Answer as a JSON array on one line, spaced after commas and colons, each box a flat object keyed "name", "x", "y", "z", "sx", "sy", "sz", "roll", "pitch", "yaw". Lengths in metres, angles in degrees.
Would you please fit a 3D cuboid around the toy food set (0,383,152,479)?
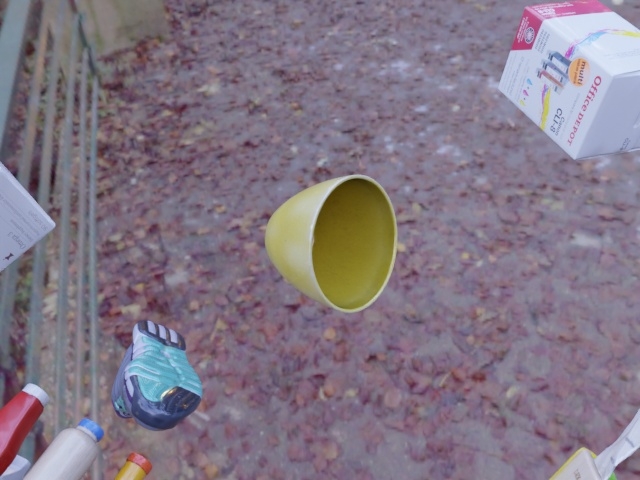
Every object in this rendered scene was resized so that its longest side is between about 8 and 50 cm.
[{"name": "toy food set", "x": -0.275, "y": 0.189, "z": 0.693, "sx": 0.232, "sy": 0.111, "sz": 0.104, "roll": 15, "pitch": 49, "yaw": 23}]

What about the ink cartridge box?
[{"name": "ink cartridge box", "x": 0.344, "y": -0.209, "z": 1.000, "sx": 0.127, "sy": 0.128, "sz": 0.176, "roll": -12, "pitch": 46, "yaw": -25}]

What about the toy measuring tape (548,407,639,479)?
[{"name": "toy measuring tape", "x": 0.209, "y": 0.191, "z": 0.505, "sx": 0.330, "sy": 0.121, "sz": 0.121, "roll": -52, "pitch": 44, "yaw": 14}]

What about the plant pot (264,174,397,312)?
[{"name": "plant pot", "x": 0.000, "y": 0.000, "z": 0.782, "sx": 0.095, "sy": 0.134, "sz": 0.134, "roll": 6, "pitch": 38, "yaw": 41}]

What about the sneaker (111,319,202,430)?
[{"name": "sneaker", "x": -0.184, "y": 0.169, "z": 0.833, "sx": 0.083, "sy": 0.098, "sz": 0.224, "roll": 26, "pitch": 7, "yaw": -15}]

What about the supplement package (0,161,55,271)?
[{"name": "supplement package", "x": -0.355, "y": -0.008, "z": 0.695, "sx": 0.179, "sy": 0.105, "sz": 0.105, "roll": -42, "pitch": 63, "yaw": -12}]
